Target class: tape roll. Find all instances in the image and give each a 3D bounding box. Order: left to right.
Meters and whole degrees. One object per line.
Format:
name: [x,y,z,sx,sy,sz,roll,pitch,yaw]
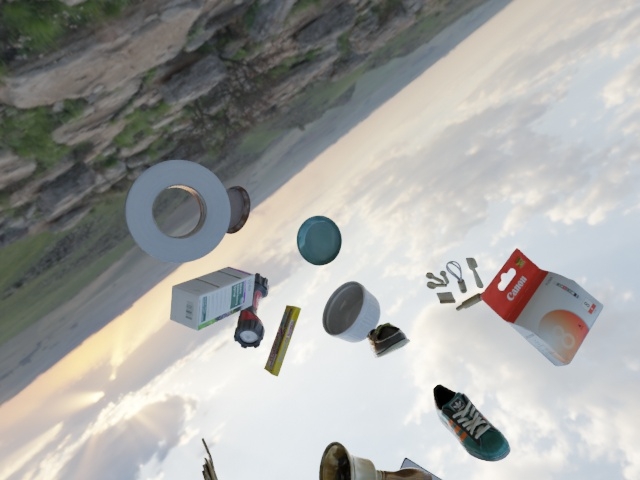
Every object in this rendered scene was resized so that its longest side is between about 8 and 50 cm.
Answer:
tape roll: [-0.310,-0.062,1.116,0.219,0.219,0.072,-41,-163,-18]

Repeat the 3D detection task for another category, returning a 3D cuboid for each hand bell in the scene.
hand bell: [0.132,0.485,1.056,0.126,0.241,0.126,-38,-135,53]

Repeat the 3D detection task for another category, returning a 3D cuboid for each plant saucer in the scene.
plant saucer: [-0.303,-0.107,1.752,0.029,0.169,0.168,16,-138,31]
plant saucer: [0.000,0.000,1.217,0.119,0.119,0.021,-36,167,22]

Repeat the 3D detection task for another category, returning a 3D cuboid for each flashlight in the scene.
flashlight: [-0.231,0.240,1.805,0.103,0.103,0.304,-6,-148,8]

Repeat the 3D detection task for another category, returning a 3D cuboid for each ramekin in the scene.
ramekin: [0.113,0.254,1.778,0.207,0.109,0.207,-36,-144,31]

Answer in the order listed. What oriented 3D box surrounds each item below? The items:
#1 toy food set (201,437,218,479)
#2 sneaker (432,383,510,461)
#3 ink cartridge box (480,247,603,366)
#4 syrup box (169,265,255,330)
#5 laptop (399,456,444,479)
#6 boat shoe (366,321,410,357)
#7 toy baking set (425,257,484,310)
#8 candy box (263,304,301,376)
toy food set: [-0.251,0.558,1.163,0.038,0.192,0.132,-16,-167,-22]
sneaker: [0.423,0.527,1.506,0.108,0.121,0.302,-33,-160,-14]
ink cartridge box: [0.396,0.109,0.915,0.145,0.179,0.045,-44,174,-26]
syrup box: [-0.276,0.145,1.344,0.096,0.093,0.236,15,-164,25]
laptop: [0.364,0.924,1.480,0.408,0.381,0.236,-59,-173,-23]
boat shoe: [0.150,0.230,1.200,0.081,0.069,0.228,-22,167,-10]
toy baking set: [0.470,0.154,1.751,0.256,0.196,0.030,-40,-164,49]
candy box: [-0.113,0.293,1.521,0.105,0.027,0.206,161,-50,-72]
